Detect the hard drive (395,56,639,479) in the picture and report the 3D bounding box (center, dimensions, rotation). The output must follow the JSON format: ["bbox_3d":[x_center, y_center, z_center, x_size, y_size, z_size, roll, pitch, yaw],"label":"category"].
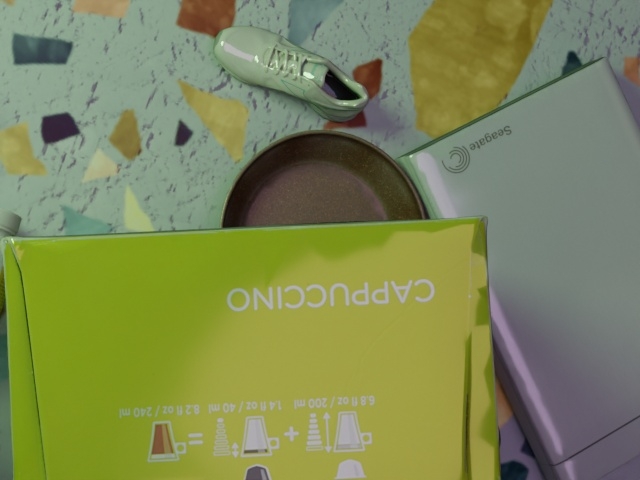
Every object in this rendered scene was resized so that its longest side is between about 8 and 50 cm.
[{"bbox_3d":[0.247,0.032,1.521,0.233,0.047,0.353,-27,94,-18],"label":"hard drive"}]

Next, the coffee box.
[{"bbox_3d":[-0.044,0.159,1.224,0.337,0.334,0.338,-3,88,-1],"label":"coffee box"}]

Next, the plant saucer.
[{"bbox_3d":[0.000,0.000,1.448,0.198,0.036,0.199,1,85,-18],"label":"plant saucer"}]

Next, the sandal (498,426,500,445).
[{"bbox_3d":[0.100,0.131,1.440,0.090,0.060,0.219,-39,111,-13],"label":"sandal"}]

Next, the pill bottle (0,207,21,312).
[{"bbox_3d":[-0.290,0.028,1.334,0.065,0.065,0.116,20,81,-16],"label":"pill bottle"}]

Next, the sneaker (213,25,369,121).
[{"bbox_3d":[-0.022,-0.156,1.438,0.152,0.061,0.054,22,82,-14],"label":"sneaker"}]
